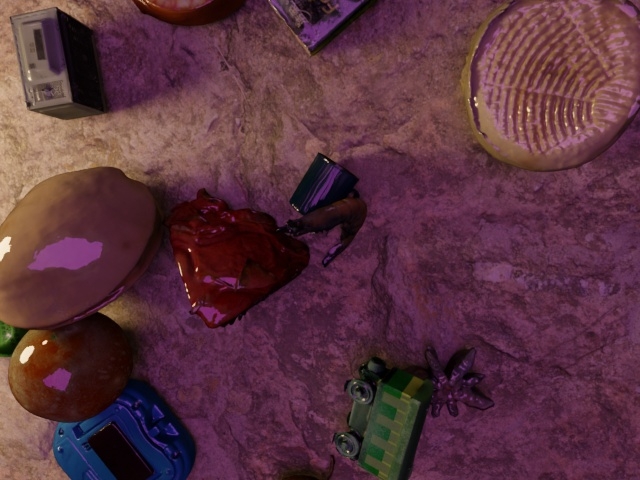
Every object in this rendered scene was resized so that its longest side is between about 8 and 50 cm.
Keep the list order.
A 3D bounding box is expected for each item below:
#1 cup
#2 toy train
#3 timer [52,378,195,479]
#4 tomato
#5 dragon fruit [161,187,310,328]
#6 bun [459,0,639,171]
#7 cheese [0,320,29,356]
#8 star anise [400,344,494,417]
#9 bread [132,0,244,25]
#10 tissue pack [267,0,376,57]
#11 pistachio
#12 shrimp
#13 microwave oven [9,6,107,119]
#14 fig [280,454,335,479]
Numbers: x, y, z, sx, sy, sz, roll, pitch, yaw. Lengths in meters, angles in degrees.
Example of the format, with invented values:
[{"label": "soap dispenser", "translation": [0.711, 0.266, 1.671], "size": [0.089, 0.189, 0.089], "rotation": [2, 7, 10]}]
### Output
[{"label": "cup", "translation": [0.020, -0.108, 1.096], "size": [0.150, 0.113, 0.138], "rotation": [34, 102, 1]}, {"label": "toy train", "translation": [0.149, 0.431, 1.125], "size": [0.203, 0.120, 0.300], "rotation": [20, 111, 26]}, {"label": "timer", "translation": [-0.528, 0.560, 1.251], "size": [0.309, 0.115, 0.340], "rotation": [-36, 94, 6]}, {"label": "tomato", "translation": [-0.602, 0.292, 1.125], "size": [0.270, 0.270, 0.222], "rotation": [15, 138, 2]}, {"label": "dragon fruit", "translation": [-0.202, 0.001, 1.068], "size": [0.228, 0.286, 0.329], "rotation": [-32, 87, 13]}, {"label": "bun", "translation": [0.475, -0.332, 0.977], "size": [0.365, 0.202, 0.363], "rotation": [2, 103, 10]}, {"label": "cheese", "translation": [-0.888, 0.217, 1.240], "size": [0.321, 0.083, 0.203], "rotation": [-2, 101, 3]}, {"label": "star anise", "translation": [0.313, 0.354, 1.155], "size": [0.236, 0.093, 0.229], "rotation": [30, 101, 1]}, {"label": "bread", "translation": [-0.287, -0.659, 1.033], "size": [0.295, 0.114, 0.327], "rotation": [1, 98, 5]}, {"label": "tissue pack", "translation": [0.015, -0.559, 1.044], "size": [0.236, 0.073, 0.173], "rotation": [-37, 93, 9]}, {"label": "pistachio", "translation": [-0.579, 0.011, 1.086], "size": [0.446, 0.281, 0.365], "rotation": [-34, 66, -5]}, {"label": "shrimp", "translation": [0.000, 0.000, 1.068], "size": [0.051, 0.262, 0.198], "rotation": [43, 135, 33]}, {"label": "microwave oven", "translation": [-0.598, -0.400, 1.079], "size": [0.123, 0.162, 0.208], "rotation": [-8, 94, 6]}, {"label": "fig", "translation": [-0.043, 0.688, 1.220], "size": [0.202, 0.148, 0.149], "rotation": [-8, 138, -25]}]
